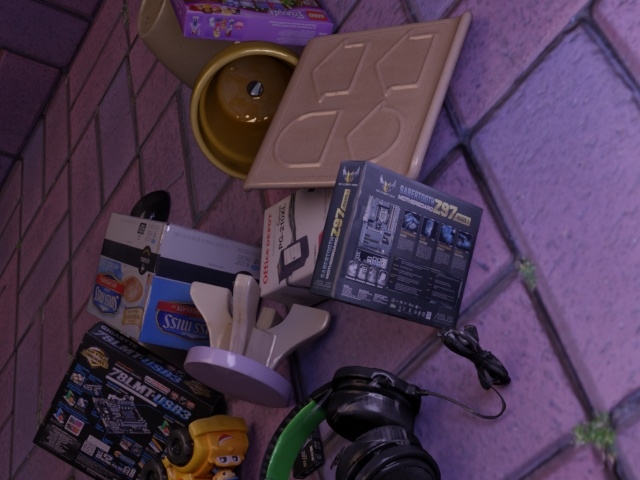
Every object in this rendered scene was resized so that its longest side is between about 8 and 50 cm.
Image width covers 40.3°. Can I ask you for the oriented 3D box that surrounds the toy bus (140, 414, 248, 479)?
[{"bbox_3d":[-0.201,0.450,1.552,0.220,0.149,0.211,-52,50,26],"label":"toy bus"}]

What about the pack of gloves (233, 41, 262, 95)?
[{"bbox_3d":[-0.194,-0.293,1.900,0.195,0.046,0.232,48,118,29],"label":"pack of gloves"}]

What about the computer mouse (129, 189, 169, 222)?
[{"bbox_3d":[-0.454,-0.004,2.209,0.188,0.072,0.272,-3,73,58],"label":"computer mouse"}]

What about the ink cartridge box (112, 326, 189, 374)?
[{"bbox_3d":[-0.391,0.295,1.927,0.201,0.117,0.278,-65,33,14],"label":"ink cartridge box"}]

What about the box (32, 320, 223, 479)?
[{"bbox_3d":[-0.390,0.357,1.750,0.293,0.295,0.073,-61,-1,18],"label":"box"}]

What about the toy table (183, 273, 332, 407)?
[{"bbox_3d":[-0.121,0.171,1.475,0.274,0.252,0.161,99,-173,-71],"label":"toy table"}]

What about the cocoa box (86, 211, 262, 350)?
[{"bbox_3d":[-0.298,0.087,1.772,0.347,0.231,0.228,10,85,59],"label":"cocoa box"}]

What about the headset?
[{"bbox_3d":[0.066,0.252,1.152,0.394,0.185,0.243,-32,37,18],"label":"headset"}]

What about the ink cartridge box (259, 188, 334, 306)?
[{"bbox_3d":[0.000,0.000,1.473,0.237,0.100,0.172,-27,53,49],"label":"ink cartridge box"}]

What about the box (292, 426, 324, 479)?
[{"bbox_3d":[-0.025,0.340,1.431,0.067,0.018,0.083,-45,41,38],"label":"box"}]

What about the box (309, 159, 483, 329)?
[{"bbox_3d":[0.107,0.011,1.176,0.059,0.233,0.183,9,83,52],"label":"box"}]

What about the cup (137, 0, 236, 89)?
[{"bbox_3d":[-0.284,-0.509,2.027,0.331,0.237,0.331,-30,52,48],"label":"cup"}]

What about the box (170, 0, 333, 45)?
[{"bbox_3d":[-0.143,-0.462,1.732,0.201,0.293,0.057,-115,32,-46],"label":"box"}]

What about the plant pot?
[{"bbox_3d":[-0.124,-0.270,1.684,0.254,0.254,0.239,-61,17,19],"label":"plant pot"}]

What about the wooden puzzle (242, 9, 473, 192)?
[{"bbox_3d":[0.064,-0.204,1.385,0.348,0.080,0.322,-2,56,39],"label":"wooden puzzle"}]
